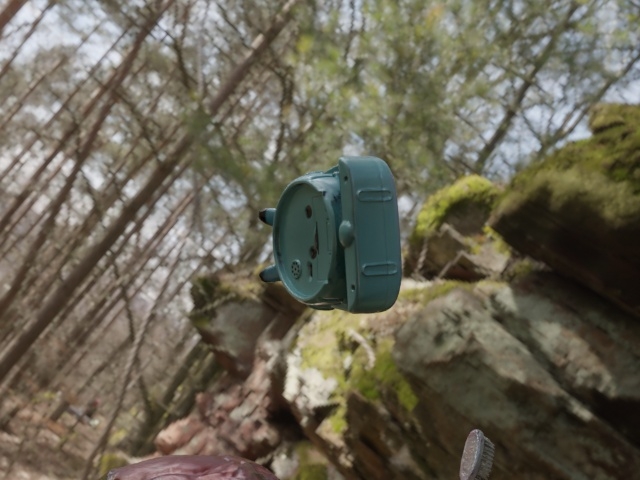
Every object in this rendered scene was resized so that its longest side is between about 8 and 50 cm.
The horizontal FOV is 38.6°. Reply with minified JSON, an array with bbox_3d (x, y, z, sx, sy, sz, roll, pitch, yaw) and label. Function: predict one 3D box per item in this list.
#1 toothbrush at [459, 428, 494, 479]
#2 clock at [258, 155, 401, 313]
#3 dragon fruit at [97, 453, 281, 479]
[{"bbox_3d":[0.127,0.325,0.874,0.030,0.307,0.025,34,-34,-23],"label":"toothbrush"},{"bbox_3d":[0.001,0.000,0.660,0.045,0.108,0.147,-1,-4,-31],"label":"clock"},{"bbox_3d":[-0.144,0.357,0.924,0.343,0.277,0.277,-7,-18,4],"label":"dragon fruit"}]
